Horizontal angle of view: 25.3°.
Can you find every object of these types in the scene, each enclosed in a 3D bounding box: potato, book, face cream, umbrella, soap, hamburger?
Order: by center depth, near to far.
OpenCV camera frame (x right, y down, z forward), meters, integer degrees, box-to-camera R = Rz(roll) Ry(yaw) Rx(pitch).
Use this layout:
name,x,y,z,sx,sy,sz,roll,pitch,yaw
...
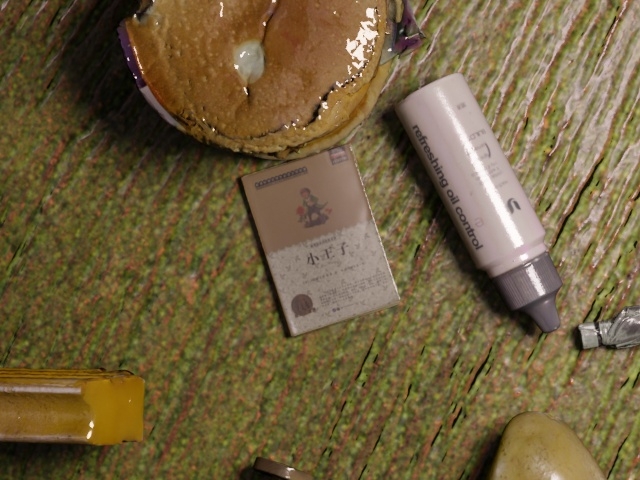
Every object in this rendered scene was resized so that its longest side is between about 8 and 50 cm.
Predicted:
name,x,y,z,sx,sy,sz,roll,pitch,yaw
hamburger,-0.053,-0.229,1.586,0.318,0.195,0.277,-31,90,5
potato,0.253,0.288,1.592,0.157,0.157,0.194,-7,75,3
soap,-0.324,0.184,1.611,0.257,0.160,0.080,2,91,4
face cream,0.192,-0.036,1.619,0.092,0.092,0.311,-28,89,3
umbrella,0.389,0.092,1.628,0.188,0.046,0.050,-8,96,8
book,0.000,0.000,1.666,0.138,0.016,0.199,-17,88,3

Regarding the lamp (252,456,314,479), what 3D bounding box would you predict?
name,x,y,z,sx,sy,sz,roll,pitch,yaw
lamp,-0.078,0.358,1.618,0.121,0.121,0.215,19,77,4
